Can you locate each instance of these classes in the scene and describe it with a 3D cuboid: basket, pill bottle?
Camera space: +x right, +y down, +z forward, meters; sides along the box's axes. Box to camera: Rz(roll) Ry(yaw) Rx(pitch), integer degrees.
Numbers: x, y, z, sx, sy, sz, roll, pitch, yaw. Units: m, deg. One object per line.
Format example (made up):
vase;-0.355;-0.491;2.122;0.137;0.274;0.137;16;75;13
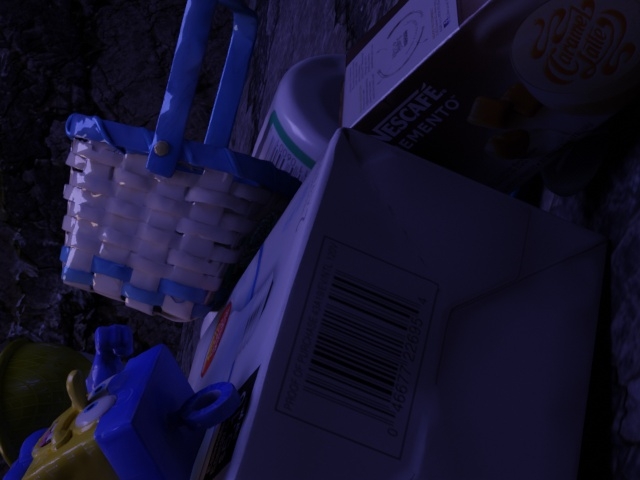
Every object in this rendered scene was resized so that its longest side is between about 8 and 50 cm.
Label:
basket;-0.113;-0.080;1.225;0.255;0.201;0.289;-9;-70;-84
pill bottle;0.000;0.000;1.465;0.204;0.204;0.361;-89;18;-49

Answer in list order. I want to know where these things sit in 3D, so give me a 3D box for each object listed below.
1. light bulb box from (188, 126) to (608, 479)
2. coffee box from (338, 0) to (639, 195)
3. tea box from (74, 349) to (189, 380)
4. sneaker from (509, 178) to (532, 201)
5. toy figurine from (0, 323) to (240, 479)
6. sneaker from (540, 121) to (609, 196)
light bulb box;0.011;0.180;1.009;0.361;0.225;0.358;126;164;-53
coffee box;0.140;-0.139;0.960;0.246;0.141;0.098;-39;34;40
tea box;-0.178;0.302;1.632;0.323;0.329;0.220;-131;57;-75
sneaker;0.136;-0.111;1.257;0.140;0.125;0.341;79;-167;-53
toy figurine;-0.125;0.151;0.885;0.217;0.191;0.362;-32;13;17
sneaker;0.192;-0.090;1.066;0.061;0.053;0.152;93;-175;-55
